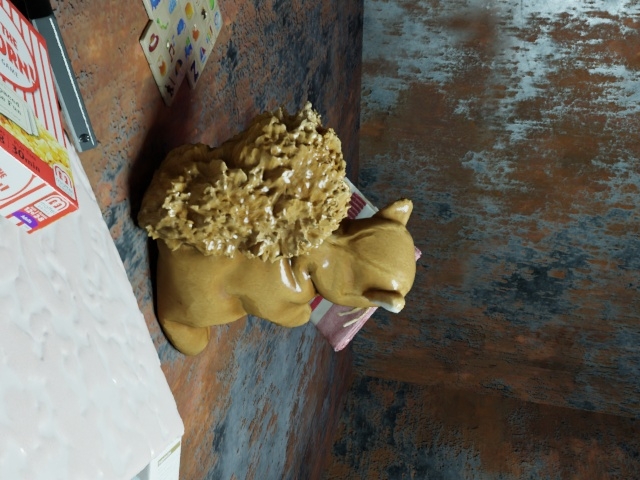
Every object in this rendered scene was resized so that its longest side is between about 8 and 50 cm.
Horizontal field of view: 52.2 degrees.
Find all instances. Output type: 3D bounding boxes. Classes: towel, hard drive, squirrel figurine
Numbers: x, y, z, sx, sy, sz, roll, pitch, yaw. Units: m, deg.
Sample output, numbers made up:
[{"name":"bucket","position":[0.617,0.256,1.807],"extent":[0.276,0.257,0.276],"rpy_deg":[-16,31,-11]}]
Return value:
[{"name":"towel","position":[0.000,0.000,1.175],"extent":[0.237,0.329,0.037],"rpy_deg":[-52,153,20]},{"name":"towel","position":[-0.224,0.040,0.500],"extent":[0.317,0.053,0.332],"rpy_deg":[7,61,-84]},{"name":"hard drive","position":[-0.248,-0.166,0.623],"extent":[0.094,0.022,0.135],"rpy_deg":[-124,-158,-44]},{"name":"squirrel figurine","position":[-0.046,0.000,0.958],"extent":[0.397,0.370,0.281],"rpy_deg":[79,21,-56]}]

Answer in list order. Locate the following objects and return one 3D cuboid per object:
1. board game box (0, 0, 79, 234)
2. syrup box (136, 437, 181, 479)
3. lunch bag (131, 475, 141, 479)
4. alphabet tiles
[{"name":"board game box","position":[-0.241,-0.119,0.445],"extent":[0.194,0.045,0.147],"rpy_deg":[66,5,31]},{"name":"syrup box","position":[-0.251,0.373,0.865],"extent":[0.096,0.093,0.237],"rpy_deg":[-28,124,-76]},{"name":"lunch bag","position":[-0.270,0.267,0.504],"extent":[0.224,0.108,0.279],"rpy_deg":[-46,163,1]},{"name":"alphabet tiles","position":[-0.198,-0.319,0.942],"extent":[0.198,0.009,0.237],"rpy_deg":[80,20,-56]}]
